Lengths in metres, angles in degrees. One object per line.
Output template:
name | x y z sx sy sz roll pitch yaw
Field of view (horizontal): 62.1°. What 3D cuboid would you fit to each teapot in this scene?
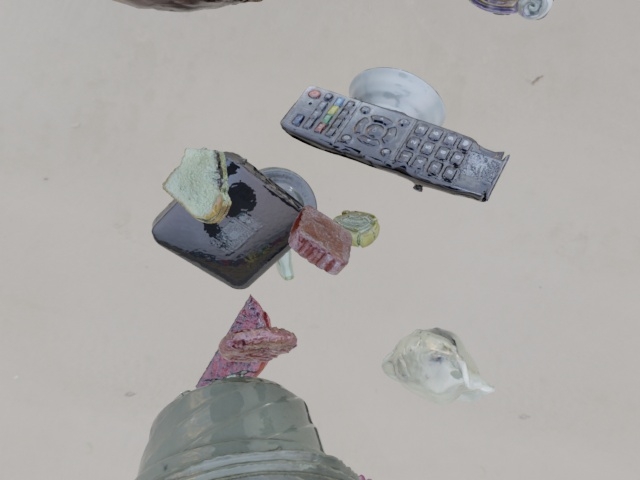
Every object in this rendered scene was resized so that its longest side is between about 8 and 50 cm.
teapot | -0.123 -0.080 1.614 0.240 0.239 0.321 -39 109 0

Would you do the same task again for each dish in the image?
dish | 0.220 -0.389 1.648 0.317 0.316 0.106 24 70 2

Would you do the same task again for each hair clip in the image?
hair clip | 0.219 -0.349 0.649 0.049 0.116 0.172 -41 126 -32

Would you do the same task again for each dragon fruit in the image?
dragon fruit | -0.233 0.341 1.642 0.152 0.205 0.316 30 79 -2

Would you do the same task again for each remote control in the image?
remote control | 0.127 -0.176 0.960 0.399 0.062 0.144 23 61 18

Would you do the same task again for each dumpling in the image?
dumpling | 0.332 0.356 1.465 0.243 0.318 0.187 38 62 -19

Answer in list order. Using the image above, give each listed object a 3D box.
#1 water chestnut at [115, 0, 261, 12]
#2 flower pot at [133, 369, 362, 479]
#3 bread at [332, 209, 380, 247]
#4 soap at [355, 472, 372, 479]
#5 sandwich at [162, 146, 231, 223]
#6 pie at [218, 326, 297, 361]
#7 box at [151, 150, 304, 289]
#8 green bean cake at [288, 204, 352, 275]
water chestnut | -0.113 -0.380 0.487 0.347 0.335 0.335 -33 88 -39
flower pot | -0.076 0.214 0.470 0.236 0.140 0.235 -7 133 -8
bread | 0.105 -0.041 1.648 0.157 0.064 0.117 12 46 25
soap | -0.087 0.300 0.680 0.182 0.289 0.112 34 67 -27
sandwich | -0.156 -0.077 0.722 0.105 0.036 0.093 45 104 23
pie | -0.119 0.199 1.011 0.155 0.154 0.036 -8 63 1
box | -0.200 -0.035 1.235 0.289 0.073 0.290 -42 125 18
green bean cake | 0.000 0.000 1.139 0.135 0.135 0.056 32 121 -11
